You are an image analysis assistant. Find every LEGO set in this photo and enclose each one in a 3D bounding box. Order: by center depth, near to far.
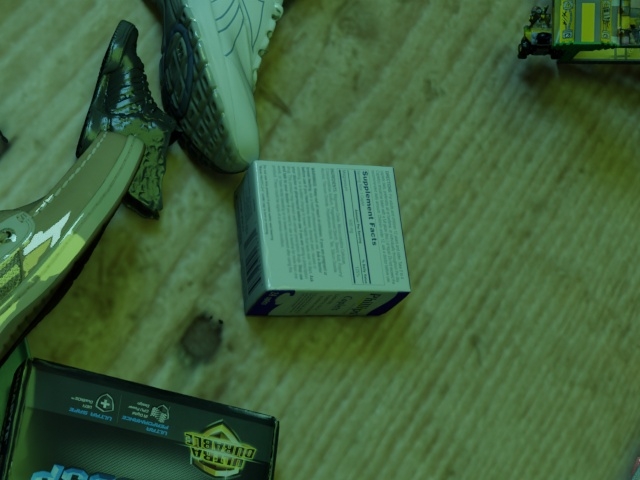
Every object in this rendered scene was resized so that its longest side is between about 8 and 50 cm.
[{"bbox_3d":[0.361,-0.277,1.348,0.331,0.255,0.192,1,92,12],"label":"LEGO set"}]

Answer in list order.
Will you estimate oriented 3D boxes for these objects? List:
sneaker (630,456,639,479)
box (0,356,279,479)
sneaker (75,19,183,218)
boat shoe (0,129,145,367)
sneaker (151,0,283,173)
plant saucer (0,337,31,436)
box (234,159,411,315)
[{"bbox_3d":[0.349,0.193,1.251,0.136,0.116,0.314,7,65,-16],"label":"sneaker"},{"bbox_3d":[-0.149,0.203,1.080,0.220,0.051,0.175,17,62,-20],"label":"box"},{"bbox_3d":[-0.164,-0.110,1.229,0.089,0.051,0.170,18,67,-13],"label":"sneaker"},{"bbox_3d":[-0.261,0.025,1.068,0.110,0.121,0.341,37,61,-3],"label":"boat shoe"},{"bbox_3d":[-0.088,-0.201,1.267,0.129,0.111,0.297,-2,69,-27],"label":"sneaker"},{"bbox_3d":[-0.264,0.119,1.106,0.067,0.018,0.192,-9,70,-24],"label":"plant saucer"},{"bbox_3d":[0.000,0.000,1.227,0.137,0.072,0.126,2,67,-19],"label":"box"}]
